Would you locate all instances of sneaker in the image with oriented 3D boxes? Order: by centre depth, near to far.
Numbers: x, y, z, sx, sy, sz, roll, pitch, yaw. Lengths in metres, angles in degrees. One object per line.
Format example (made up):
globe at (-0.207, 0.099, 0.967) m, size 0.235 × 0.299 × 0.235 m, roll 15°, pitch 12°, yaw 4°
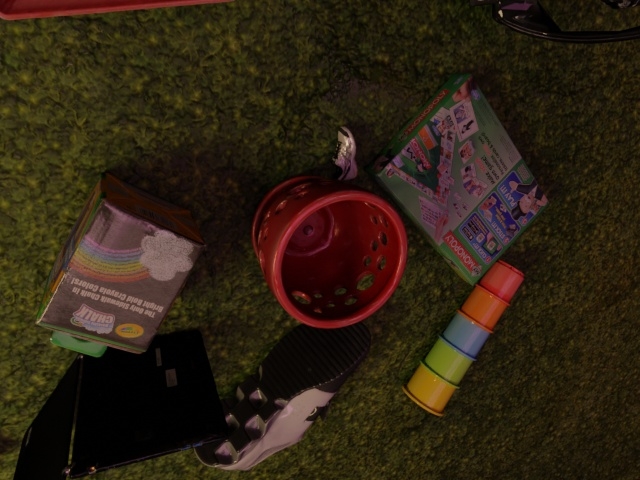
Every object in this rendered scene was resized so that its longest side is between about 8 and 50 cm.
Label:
sneaker at (0.033, -0.129, 0.704) m, size 0.037 × 0.032 × 0.083 m, roll -18°, pitch 116°, yaw -16°
sneaker at (-0.045, 0.262, 0.797) m, size 0.331 × 0.122 × 0.146 m, roll -37°, pitch 138°, yaw -7°

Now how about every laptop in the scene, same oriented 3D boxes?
laptop at (-0.271, 0.254, 0.614) m, size 0.265 × 0.234 × 0.136 m, roll -7°, pitch 114°, yaw -21°

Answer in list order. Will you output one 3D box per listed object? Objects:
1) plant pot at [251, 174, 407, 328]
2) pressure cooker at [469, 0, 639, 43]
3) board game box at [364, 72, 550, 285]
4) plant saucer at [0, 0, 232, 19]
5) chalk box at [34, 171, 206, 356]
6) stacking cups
plant pot at (0.000, 0.000, 0.660) m, size 0.191 × 0.174 × 0.191 m, roll -9°, pitch 115°, yaw -20°
pressure cooker at (0.347, -0.445, 0.515) m, size 0.376 × 0.370 × 0.420 m, roll -15°, pitch 113°, yaw -13°
board game box at (0.248, -0.091, 0.804) m, size 0.213 × 0.046 × 0.317 m, roll -46°, pitch 121°, yaw 1°
plant saucer at (-0.223, -0.367, 0.451) m, size 0.259 × 0.047 × 0.259 m, roll -12°, pitch 130°, yaw -13°
chalk box at (-0.262, 0.046, 0.594) m, size 0.132 × 0.132 × 0.213 m, roll 28°, pitch 99°, yaw -31°
stacking cups at (0.276, 0.180, 0.908) m, size 0.096 × 0.096 × 0.316 m, roll 26°, pitch 95°, yaw -30°
